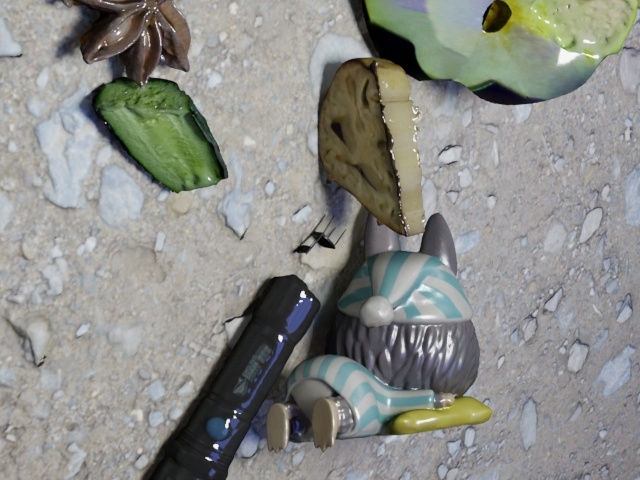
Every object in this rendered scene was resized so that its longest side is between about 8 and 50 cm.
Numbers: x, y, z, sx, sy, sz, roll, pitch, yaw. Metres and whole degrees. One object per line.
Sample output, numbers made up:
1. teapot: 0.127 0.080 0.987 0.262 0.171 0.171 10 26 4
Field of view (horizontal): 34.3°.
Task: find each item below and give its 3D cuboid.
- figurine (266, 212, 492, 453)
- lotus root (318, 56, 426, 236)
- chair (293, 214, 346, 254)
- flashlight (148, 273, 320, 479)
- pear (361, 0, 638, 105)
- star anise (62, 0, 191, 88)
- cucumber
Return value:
1. figurine: 0.074 0.128 1.636 0.361 0.266 0.378 3 74 -46
2. lotus root: 0.074 -0.141 1.545 0.074 0.170 0.261 -16 106 -44
3. chair: 0.001 0.002 1.621 0.086 0.037 0.042 -49 120 -22
4. flashlight: -0.130 0.244 1.554 0.103 0.103 0.424 38 79 -43
5. pear: 0.269 -0.398 1.545 0.399 0.399 0.165 57 32 -39
6. star anise: -0.237 -0.295 1.275 0.197 0.073 0.212 -4 105 -44
7. cucumber: -0.199 -0.146 1.362 0.115 0.086 0.193 -18 131 15
